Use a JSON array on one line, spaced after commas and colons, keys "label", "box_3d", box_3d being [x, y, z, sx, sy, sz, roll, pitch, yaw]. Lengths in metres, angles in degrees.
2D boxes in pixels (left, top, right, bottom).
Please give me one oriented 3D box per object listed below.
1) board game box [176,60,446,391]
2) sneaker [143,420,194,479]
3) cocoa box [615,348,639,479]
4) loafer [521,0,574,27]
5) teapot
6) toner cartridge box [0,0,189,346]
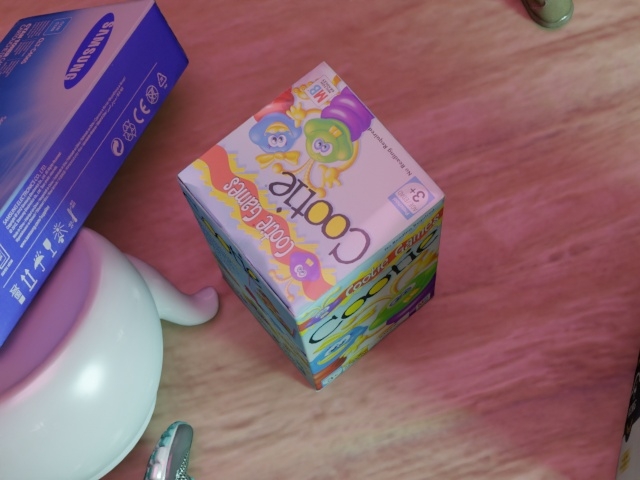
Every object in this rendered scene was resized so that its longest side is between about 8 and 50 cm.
[{"label": "board game box", "box_3d": [0.000, 0.000, 1.127, 0.142, 0.275, 0.144, -39, 76, -8]}, {"label": "sneaker", "box_3d": [-0.116, 0.237, 1.183, 0.076, 0.065, 0.167, 10, 77, -11]}, {"label": "cocoa box", "box_3d": [0.370, 0.094, 1.040, 0.231, 0.347, 0.228, 12, 74, 6]}, {"label": "loafer", "box_3d": [0.190, -0.268, 1.313, 0.056, 0.050, 0.148, -34, 75, -7]}, {"label": "teapot", "box_3d": [-0.230, 0.124, 1.156, 0.256, 0.187, 0.253, -17, 41, 15]}, {"label": "toner cartridge box", "box_3d": [-0.258, -0.060, 1.163, 0.165, 0.075, 0.348, -2, 44, 32]}]
